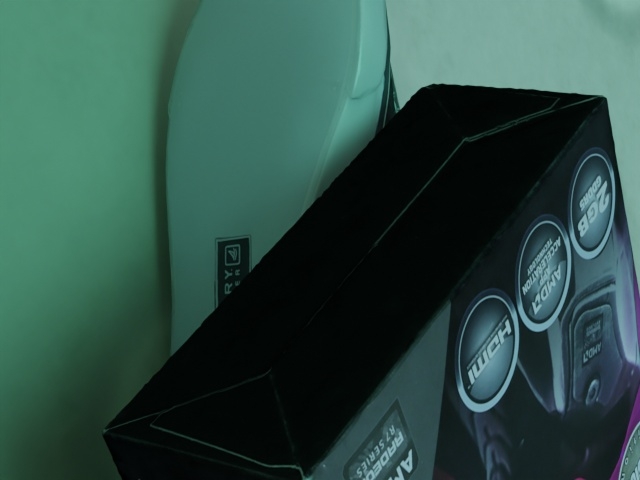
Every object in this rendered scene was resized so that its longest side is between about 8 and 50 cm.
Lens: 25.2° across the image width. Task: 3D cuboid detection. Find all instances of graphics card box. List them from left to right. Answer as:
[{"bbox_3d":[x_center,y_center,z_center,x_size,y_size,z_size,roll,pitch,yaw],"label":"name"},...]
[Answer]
[{"bbox_3d":[0.066,0.147,0.610,0.233,0.094,0.371,-47,131,-38],"label":"graphics card box"}]

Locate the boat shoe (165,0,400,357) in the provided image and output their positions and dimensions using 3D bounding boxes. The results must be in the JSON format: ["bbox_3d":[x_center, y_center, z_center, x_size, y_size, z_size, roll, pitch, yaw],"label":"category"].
[{"bbox_3d":[0.000,0.000,0.653,0.102,0.108,0.301,10,79,-52],"label":"boat shoe"}]
